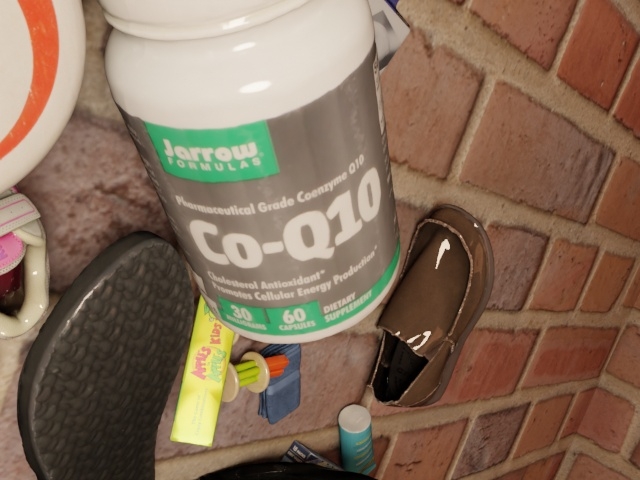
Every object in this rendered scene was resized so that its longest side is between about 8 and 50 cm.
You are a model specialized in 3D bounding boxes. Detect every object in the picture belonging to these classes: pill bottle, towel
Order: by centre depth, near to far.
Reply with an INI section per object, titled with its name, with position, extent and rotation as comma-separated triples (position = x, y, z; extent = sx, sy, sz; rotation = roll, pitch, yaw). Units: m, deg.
[pill bottle]
position = -0.049, -0.098, 0.572
extent = 0.204, 0.204, 0.361
rotation = -41, 140, -25
[towel]
position = -0.056, 0.191, 0.965
extent = 0.067, 0.029, 0.119
rotation = -24, 128, -37

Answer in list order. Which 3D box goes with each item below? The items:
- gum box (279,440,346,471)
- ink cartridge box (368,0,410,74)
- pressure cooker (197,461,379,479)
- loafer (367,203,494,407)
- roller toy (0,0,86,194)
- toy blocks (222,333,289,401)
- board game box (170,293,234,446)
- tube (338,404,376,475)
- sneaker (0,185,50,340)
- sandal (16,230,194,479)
[gum box]
position = -0.046, 0.422, 1.105
extent = 0.184, 0.041, 0.157
rotation = -55, 141, -11
[ink cartridge box]
position = 0.010, -0.236, 0.733
extent = 0.224, 0.045, 0.223
rotation = -57, 147, 7
[pressure cooker]
position = -0.041, 0.535, 0.855
extent = 0.370, 0.375, 0.420
rotation = -3, 99, -35
[loafer]
position = 0.165, 0.123, 1.094
extent = 0.130, 0.134, 0.366
rotation = -15, 122, -44
[roller toy]
position = -0.232, -0.109, 0.363
extent = 0.191, 0.146, 0.209
rotation = 34, 85, -51
[toy blocks]
position = -0.066, 0.127, 0.881
extent = 0.148, 0.054, 0.123
rotation = -8, 104, -47
[board game box]
position = -0.120, 0.120, 0.749
extent = 0.092, 0.043, 0.181
rotation = 136, -35, -75
[tube]
position = 0.062, 0.358, 1.194
extent = 0.080, 0.052, 0.207
rotation = -30, 139, -22
[sneaker]
position = -0.265, -0.026, 0.524
extent = 0.103, 0.111, 0.252
rotation = -39, 137, -27
[sandal]
position = -0.236, 0.170, 0.693
extent = 0.167, 0.107, 0.446
rotation = -28, 144, -48
